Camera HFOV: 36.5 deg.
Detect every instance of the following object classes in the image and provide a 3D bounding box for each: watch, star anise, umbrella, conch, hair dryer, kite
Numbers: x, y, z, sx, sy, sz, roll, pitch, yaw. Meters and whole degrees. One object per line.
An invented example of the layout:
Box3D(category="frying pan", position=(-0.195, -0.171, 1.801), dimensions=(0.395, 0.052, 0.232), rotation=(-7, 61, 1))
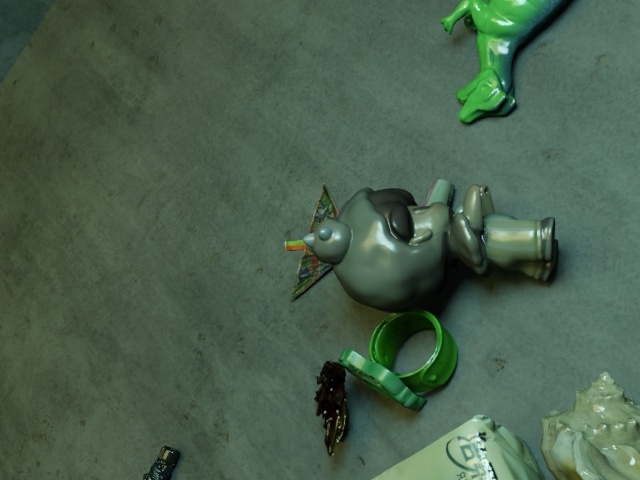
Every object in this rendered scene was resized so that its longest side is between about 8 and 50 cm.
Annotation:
Box3D(category="watch", position=(0.129, 0.180, 1.581), dimensions=(0.165, 0.131, 0.152), rotation=(27, 79, 45))
Box3D(category="star anise", position=(0.021, 0.278, 1.618), dimensions=(0.053, 0.212, 0.157), rotation=(-7, 81, -9))
Box3D(category="umbrella", position=(-0.332, 0.503, 1.861), dimensions=(0.080, 0.071, 0.224), rotation=(23, 81, 16))
Box3D(category="conch", position=(0.395, 0.330, 1.221), dimensions=(0.186, 0.263, 0.324), rotation=(-23, 88, 17))
Box3D(category="hair dryer", position=(0.241, -0.040, 1.642), dimensions=(0.154, 0.054, 0.106), rotation=(16, 77, 33))
Box3D(category="kite", position=(0.000, 0.000, 1.842), dimensions=(0.183, 0.014, 0.241), rotation=(-3, 69, 42))

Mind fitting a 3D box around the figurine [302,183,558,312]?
Box3D(category="figurine", position=(0.180, 0.013, 1.530), dimensions=(0.380, 0.248, 0.203), rotation=(-2, 88, 19))

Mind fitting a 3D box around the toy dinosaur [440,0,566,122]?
Box3D(category="toy dinosaur", position=(0.413, -0.437, 1.607), dimensions=(0.500, 0.144, 0.374), rotation=(-19, 64, 39))

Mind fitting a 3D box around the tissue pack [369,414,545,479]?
Box3D(category="tissue pack", position=(0.196, 0.497, 1.318), dimensions=(0.332, 0.205, 0.405), rotation=(-34, 53, 17))
